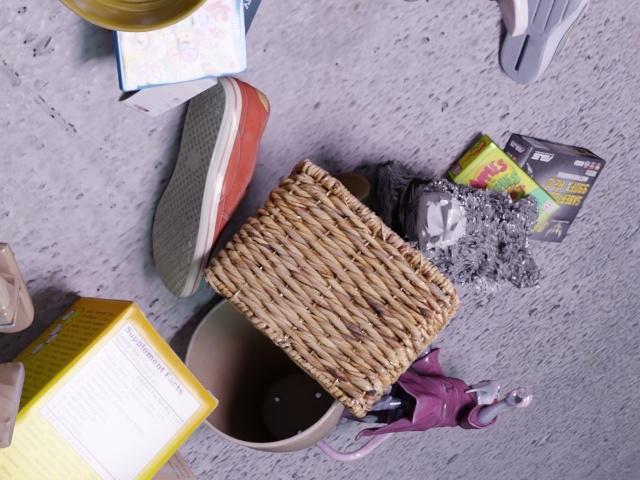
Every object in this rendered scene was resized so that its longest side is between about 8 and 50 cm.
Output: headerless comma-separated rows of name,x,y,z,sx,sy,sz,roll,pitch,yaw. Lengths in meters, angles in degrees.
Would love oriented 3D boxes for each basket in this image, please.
basket,0.019,0.073,1.428,0.223,0.299,0.213,-49,171,-6

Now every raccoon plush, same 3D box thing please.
raccoon plush,0.243,0.013,1.547,0.299,0.446,0.216,6,100,-9

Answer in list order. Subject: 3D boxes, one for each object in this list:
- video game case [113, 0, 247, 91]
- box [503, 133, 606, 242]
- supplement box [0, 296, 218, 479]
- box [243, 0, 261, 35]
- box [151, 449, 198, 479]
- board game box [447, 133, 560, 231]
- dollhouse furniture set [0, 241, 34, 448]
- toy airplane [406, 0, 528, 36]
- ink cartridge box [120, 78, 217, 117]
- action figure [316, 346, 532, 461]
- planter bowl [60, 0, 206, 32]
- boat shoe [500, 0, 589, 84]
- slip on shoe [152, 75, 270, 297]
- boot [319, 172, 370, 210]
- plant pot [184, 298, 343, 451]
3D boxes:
video game case,-0.168,-0.250,1.225,0.166,0.015,0.119,-14,114,-28
box,0.399,-0.091,1.866,0.231,0.056,0.183,6,118,-41
supplement box,-0.346,0.263,1.332,0.356,0.195,0.194,-46,114,-26
box,-0.132,-0.346,1.243,0.159,0.044,0.233,9,116,-42
box,-0.363,0.381,1.566,0.311,0.148,0.121,8,116,-44
board game box,0.315,-0.088,1.746,0.181,0.043,0.092,39,106,-23
dollhouse furniture set,-0.534,0.232,1.167,0.394,0.362,0.257,-7,130,0
toy airplane,0.257,-0.388,1.255,0.384,0.273,0.386,16,132,-42
ink cartridge box,-0.196,-0.201,1.305,0.115,0.029,0.063,-23,152,30
action figure,0.206,0.312,1.891,0.370,0.248,0.276,10,117,-40
planter bowl,-0.208,-0.347,1.123,0.217,0.090,0.217,-2,115,-5
boat shoe,0.356,-0.367,1.559,0.094,0.109,0.302,-43,165,-29
slip on shoe,-0.149,-0.067,1.406,0.101,0.123,0.331,-1,118,-43
boot,0.000,0.000,1.602,0.213,0.077,0.165,-32,136,-4
plant pot,-0.058,0.237,1.649,0.256,0.256,0.274,-38,155,-7
